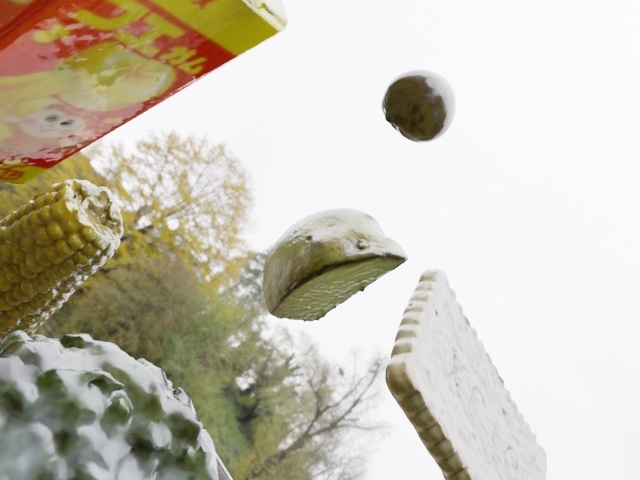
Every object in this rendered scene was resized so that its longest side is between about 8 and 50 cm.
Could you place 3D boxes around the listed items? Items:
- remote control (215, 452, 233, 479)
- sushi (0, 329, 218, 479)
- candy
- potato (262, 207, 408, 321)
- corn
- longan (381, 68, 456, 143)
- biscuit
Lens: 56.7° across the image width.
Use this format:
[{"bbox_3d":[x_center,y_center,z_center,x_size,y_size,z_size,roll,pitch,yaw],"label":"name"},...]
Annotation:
[{"bbox_3d":[-0.073,0.330,0.602,0.029,0.067,0.261,-25,-83,52],"label":"remote control"},{"bbox_3d":[-0.196,0.228,0.312,0.178,0.294,0.352,-9,-90,42],"label":"sushi"},{"bbox_3d":[-0.176,-0.136,0.401,0.146,0.276,0.088,8,62,-64],"label":"candy"},{"bbox_3d":[0.000,0.000,0.613,0.149,0.081,0.120,-37,-129,36],"label":"potato"},{"bbox_3d":[-0.356,0.065,0.637,0.120,0.363,0.120,46,16,-17],"label":"corn"},{"bbox_3d":[0.132,-0.182,0.811,0.113,0.113,0.092,48,-27,19],"label":"longan"},{"bbox_3d":[0.174,0.208,0.670,0.044,0.217,0.325,-23,-72,32],"label":"biscuit"}]
